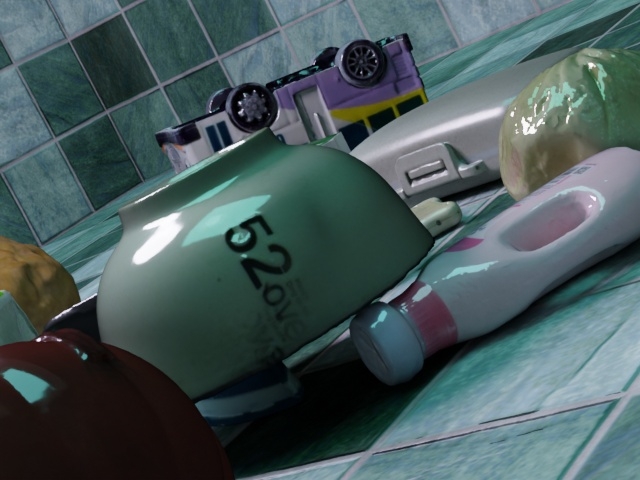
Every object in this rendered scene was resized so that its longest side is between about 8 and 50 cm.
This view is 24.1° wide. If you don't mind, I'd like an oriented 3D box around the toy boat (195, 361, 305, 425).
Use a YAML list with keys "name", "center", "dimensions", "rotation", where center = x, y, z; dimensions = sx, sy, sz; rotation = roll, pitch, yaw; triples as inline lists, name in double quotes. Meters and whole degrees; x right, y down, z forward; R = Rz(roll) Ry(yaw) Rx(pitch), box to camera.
- name: "toy boat"
  center: [-0.098, 0.147, 1.597]
  dimensions: [0.096, 0.062, 0.299]
  rotation: [-31, 11, -26]

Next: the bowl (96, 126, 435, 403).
- name: "bowl"
  center: [-0.082, 0.008, 1.493]
  dimensions: [0.354, 0.185, 0.354]
  rotation: [-28, 7, 4]

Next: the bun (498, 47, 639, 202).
- name: "bun"
  center: [0.302, -0.134, 1.642]
  dimensions: [0.244, 0.153, 0.244]
  rotation: [-19, -1, 0]

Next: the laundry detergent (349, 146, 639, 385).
- name: "laundry detergent"
  center: [0.181, 0.024, 1.432]
  dimensions: [0.335, 0.088, 0.159]
  rotation: [-32, 10, -20]

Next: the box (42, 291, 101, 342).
- name: "box"
  center: [-0.217, 0.113, 1.807]
  dimensions: [0.212, 0.201, 0.042]
  rotation: [-25, 53, 10]

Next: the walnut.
- name: "walnut"
  center: [-0.511, 0.130, 2.119]
  dimensions: [0.306, 0.306, 0.344]
  rotation: [-22, 11, 26]

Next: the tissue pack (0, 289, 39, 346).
- name: "tissue pack"
  center: [-0.538, 0.250, 1.820]
  dimensions: [0.405, 0.205, 0.332]
  rotation: [-27, 14, 6]

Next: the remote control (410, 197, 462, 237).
- name: "remote control"
  center: [0.140, -0.026, 1.957]
  dimensions: [0.074, 0.032, 0.122]
  rotation: [-28, 9, -6]

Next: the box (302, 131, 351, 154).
- name: "box"
  center: [-0.017, -0.078, 2.342]
  dimensions: [0.081, 0.135, 0.199]
  rotation: [-34, 11, -33]

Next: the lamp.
- name: "lamp"
  center: [-0.197, 0.202, 0.970]
  dimensions: [0.303, 0.257, 0.303]
  rotation: [-35, -24, -18]

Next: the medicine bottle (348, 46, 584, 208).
- name: "medicine bottle"
  center: [0.218, -0.153, 2.144]
  dimensions: [0.375, 0.123, 0.282]
  rotation: [-17, 15, 41]

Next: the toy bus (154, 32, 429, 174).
- name: "toy bus"
  center: [-0.038, -0.175, 2.575]
  dimensions: [0.440, 0.249, 0.209]
  rotation: [-24, 9, -14]
